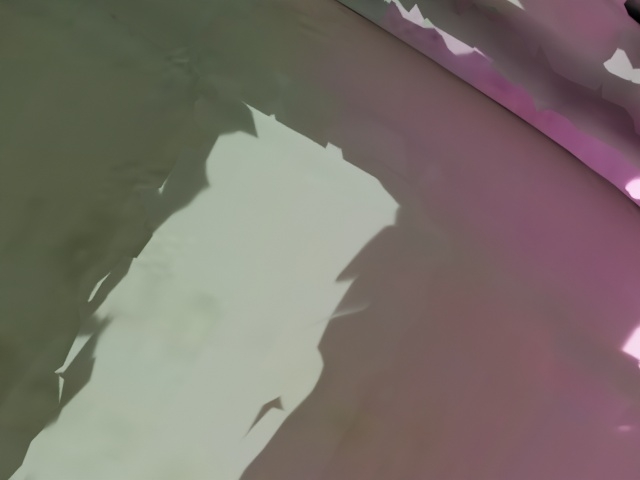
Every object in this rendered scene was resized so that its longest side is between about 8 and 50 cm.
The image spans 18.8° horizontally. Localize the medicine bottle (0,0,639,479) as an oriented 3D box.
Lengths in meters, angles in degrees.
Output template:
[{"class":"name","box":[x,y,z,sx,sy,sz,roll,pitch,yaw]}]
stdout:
[{"class":"medicine bottle","box":[0.000,0.000,0.472,0.241,0.241,0.302,32,86,9]}]
